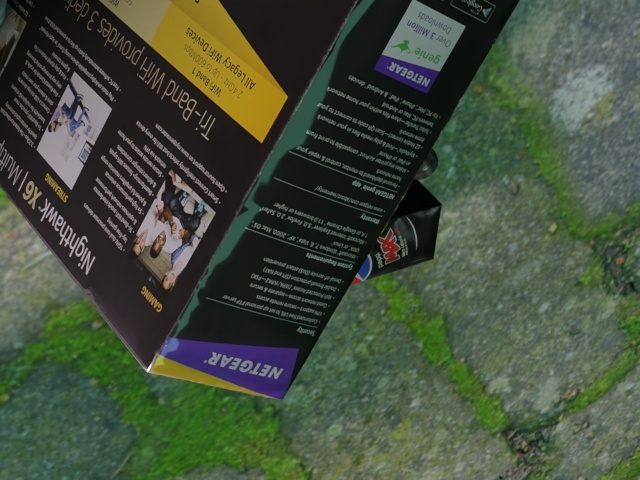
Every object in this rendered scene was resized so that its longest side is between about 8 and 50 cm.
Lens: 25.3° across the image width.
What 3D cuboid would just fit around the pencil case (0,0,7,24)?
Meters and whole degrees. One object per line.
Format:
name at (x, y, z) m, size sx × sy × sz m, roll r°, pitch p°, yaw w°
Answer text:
pencil case at (-0.269, -0.047, 0.719) m, size 0.113 × 0.124 × 0.273 m, roll 20°, pitch 116°, yaw -40°

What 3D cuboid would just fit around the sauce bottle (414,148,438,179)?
sauce bottle at (0.051, -0.089, 0.984) m, size 0.042 × 0.042 × 0.128 m, roll -38°, pitch 137°, yaw -2°

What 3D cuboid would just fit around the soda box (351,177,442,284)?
soda box at (0.000, 0.000, 1.011) m, size 0.169 × 0.060 × 0.053 m, roll -17°, pitch 134°, yaw -24°

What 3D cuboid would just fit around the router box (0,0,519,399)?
router box at (-0.063, -0.112, 0.670) m, size 0.081 × 0.309 × 0.243 m, roll 18°, pitch 108°, yaw -43°
